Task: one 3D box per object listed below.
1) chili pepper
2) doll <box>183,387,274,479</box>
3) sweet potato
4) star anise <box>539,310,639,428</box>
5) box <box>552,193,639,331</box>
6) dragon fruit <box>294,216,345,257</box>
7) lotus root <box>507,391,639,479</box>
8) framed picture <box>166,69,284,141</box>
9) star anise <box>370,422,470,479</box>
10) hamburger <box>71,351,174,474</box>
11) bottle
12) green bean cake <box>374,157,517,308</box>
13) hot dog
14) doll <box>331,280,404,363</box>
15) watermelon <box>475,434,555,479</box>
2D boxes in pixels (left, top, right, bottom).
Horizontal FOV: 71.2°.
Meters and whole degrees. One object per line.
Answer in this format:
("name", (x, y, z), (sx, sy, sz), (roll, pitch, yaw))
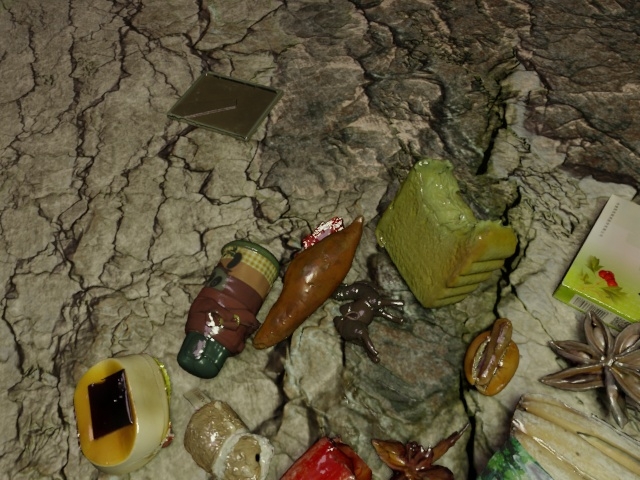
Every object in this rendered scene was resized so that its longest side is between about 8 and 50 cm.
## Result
("chili pepper", (-0.038, 0.412, 0.694), (0.252, 0.144, 0.136), (-34, 97, -6))
("doll", (-0.175, 0.339, 0.778), (0.221, 0.105, 0.115), (38, 77, 25))
("sweet potato", (-0.015, 0.074, 0.914), (0.112, 0.112, 0.359), (31, 69, 24))
("star anise", (0.499, 0.203, 0.753), (0.197, 0.073, 0.212), (-49, 34, -9))
("box", (0.603, 0.047, 0.878), (0.175, 0.062, 0.260), (31, 66, 24))
("dragon fruit", (0.000, -0.002, 0.994), (0.131, 0.063, 0.097), (-18, 57, -4))
("lotus root", (0.441, 0.374, 0.685), (0.329, 0.078, 0.167), (33, 52, 21))
("framed picture", (-0.281, -0.403, 1.317), (0.289, 0.016, 0.213), (20, 63, 19))
("star anise", (0.180, 0.375, 0.743), (0.140, 0.144, 0.158), (-55, 46, 27))
("hamburger", (-0.359, 0.312, 0.824), (0.173, 0.116, 0.210), (-29, 62, -1))
("bottle", (-0.180, 0.136, 0.878), (0.143, 0.156, 0.271), (15, 57, 12))
("green bean cake", (0.240, -0.015, 0.874), (0.124, 0.233, 0.236), (-6, 52, -30))
("hot dog", (0.318, 0.211, 0.816), (0.090, 0.060, 0.140), (36, 65, 21))
("doll", (0.081, 0.145, 0.897), (0.165, 0.057, 0.139), (25, 66, 31))
("watermelon", (0.308, 0.450, 0.617), (0.176, 0.256, 0.260), (2, 33, -45))
